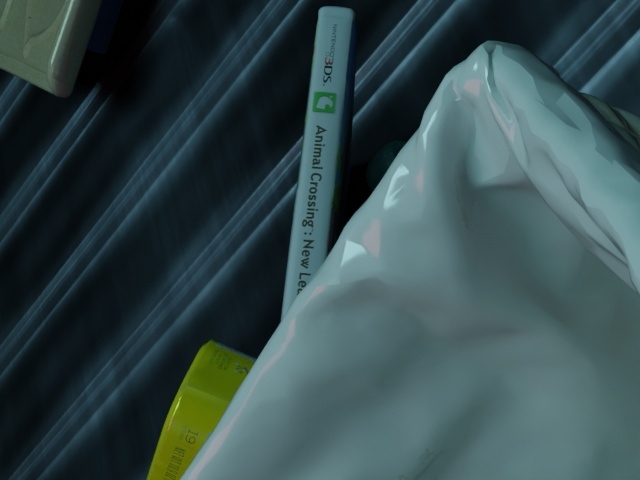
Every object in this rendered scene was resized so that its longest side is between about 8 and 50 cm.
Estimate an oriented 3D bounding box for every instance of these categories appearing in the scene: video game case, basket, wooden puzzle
[{"bbox_3d":[0.000,0.000,0.888,0.212,0.023,0.193,89,-173,-68],"label":"video game case"},{"bbox_3d":[0.127,0.169,0.559,0.331,0.266,0.328,-56,39,23],"label":"basket"},{"bbox_3d":[-0.220,-0.302,1.387,0.348,0.080,0.322,28,100,59],"label":"wooden puzzle"}]

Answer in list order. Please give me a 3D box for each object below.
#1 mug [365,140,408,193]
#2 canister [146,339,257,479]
[{"bbox_3d":[0.085,0.017,0.821,0.129,0.097,0.157,-14,65,51],"label":"mug"},{"bbox_3d":[-0.002,0.132,0.806,0.126,0.170,0.073,111,-177,-46],"label":"canister"}]
